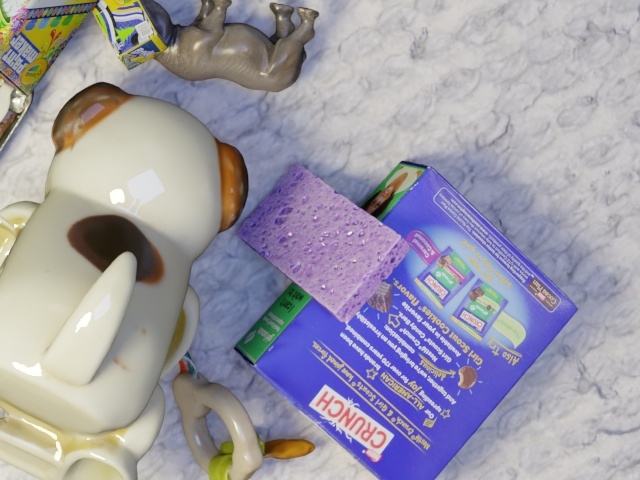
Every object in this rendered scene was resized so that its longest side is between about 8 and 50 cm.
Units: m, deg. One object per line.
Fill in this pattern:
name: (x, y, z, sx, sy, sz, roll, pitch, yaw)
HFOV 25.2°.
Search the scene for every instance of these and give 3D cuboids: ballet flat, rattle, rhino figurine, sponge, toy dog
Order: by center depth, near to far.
toy dog: (-0.248, 0.023, 1.532, 0.285, 0.395, 0.407, 22, 56, -1)
ballet flat: (-0.397, -0.107, 1.626, 0.072, 0.068, 0.213, 32, 87, -13)
sponge: (0.000, 0.000, 1.665, 0.117, 0.210, 0.031, -49, 136, -5)
rhino figurine: (-0.130, -0.237, 1.675, 0.243, 0.073, 0.106, 8, 99, -9)
rattle: (-0.105, 0.185, 1.720, 0.143, 0.130, 0.199, -24, 73, -21)

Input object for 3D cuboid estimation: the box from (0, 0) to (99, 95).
box: (-0.362, -0.359, 1.517, 0.290, 0.177, 0.279, 36, 86, 6)

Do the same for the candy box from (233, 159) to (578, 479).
candy box: (0.103, 0.109, 1.733, 0.268, 0.122, 0.317, 43, 83, -14)

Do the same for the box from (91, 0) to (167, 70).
box: (-0.238, -0.281, 1.622, 0.054, 0.059, 0.168, -29, 79, 1)
